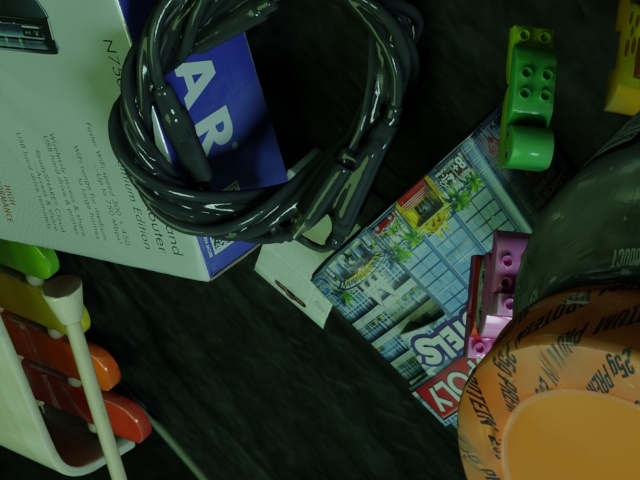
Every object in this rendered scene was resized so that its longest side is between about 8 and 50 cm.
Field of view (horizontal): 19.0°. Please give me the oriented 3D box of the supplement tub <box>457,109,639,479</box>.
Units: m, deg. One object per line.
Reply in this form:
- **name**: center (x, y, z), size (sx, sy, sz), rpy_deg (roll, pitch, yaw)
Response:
- **supplement tub**: center (0.199, 0.002, 0.668), size (0.193, 0.316, 0.193), rpy_deg (30, 144, 25)

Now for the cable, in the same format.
- **cable**: center (-0.028, -0.083, 1.011), size (0.150, 0.047, 0.184), rpy_deg (20, 118, -6)

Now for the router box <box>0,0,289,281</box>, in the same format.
- **router box**: center (-0.185, -0.157, 1.137), size (0.301, 0.082, 0.335), rpy_deg (10, 126, 44)

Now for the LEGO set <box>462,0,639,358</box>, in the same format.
- **LEGO set**: center (0.123, -0.058, 0.835), size (0.087, 0.227, 0.093), rpy_deg (6, 177, -7)

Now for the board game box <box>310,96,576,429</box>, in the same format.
- **board game box**: center (0.106, 0.047, 1.038), size (0.194, 0.060, 0.194), rpy_deg (46, 137, -1)

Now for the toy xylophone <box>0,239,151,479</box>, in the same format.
- **toy xylophone**: center (-0.223, 0.063, 1.439), size (0.236, 0.081, 0.322), rpy_deg (24, 140, 33)

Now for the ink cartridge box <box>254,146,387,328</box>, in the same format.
- **ink cartridge box**: center (0.000, 0.000, 1.163), size (0.063, 0.029, 0.115), rpy_deg (40, 148, 12)
